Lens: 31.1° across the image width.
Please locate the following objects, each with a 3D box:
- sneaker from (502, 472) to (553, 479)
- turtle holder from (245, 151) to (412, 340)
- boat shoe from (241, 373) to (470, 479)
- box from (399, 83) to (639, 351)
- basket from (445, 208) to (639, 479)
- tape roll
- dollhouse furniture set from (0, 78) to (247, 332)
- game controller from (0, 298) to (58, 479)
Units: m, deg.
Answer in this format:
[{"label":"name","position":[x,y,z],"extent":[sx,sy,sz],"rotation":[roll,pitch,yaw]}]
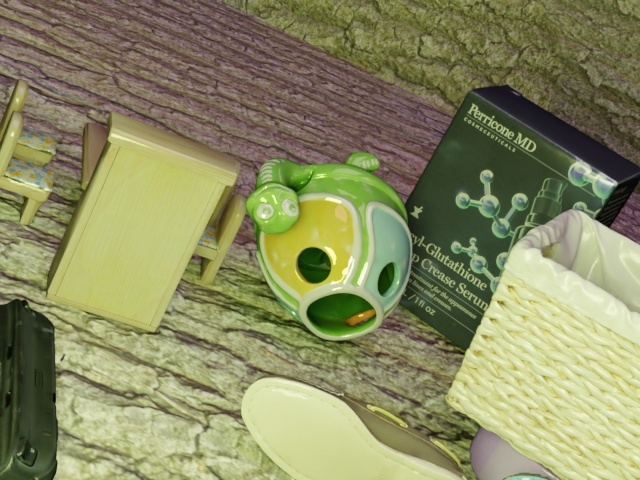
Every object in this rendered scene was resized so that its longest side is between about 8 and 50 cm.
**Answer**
[{"label":"sneaker","position":[0.319,0.413,1.461],"extent":[0.262,0.104,0.125],"rotation":[34,51,-9]},{"label":"turtle holder","position":[0.019,0.002,1.724],"extent":[0.243,0.320,0.227],"rotation":[-4,52,-1]},{"label":"boat shoe","position":[0.047,0.255,1.431],"extent":[0.324,0.117,0.097],"rotation":[29,16,-9]},{"label":"box","position":[0.315,-0.025,1.993],"extent":[0.293,0.395,0.212],"rotation":[35,22,18]},{"label":"basket","position":[0.391,0.159,1.596],"extent":[0.331,0.266,0.328],"rotation":[33,22,16]},{"label":"tape roll","position":[0.355,0.327,1.653],"extent":[0.274,0.090,0.275],"rotation":[22,22,-10]},{"label":"dollhouse furniture set","position":[-0.269,-0.097,1.640],"extent":[0.362,0.256,0.394],"rotation":[20,23,-20]},{"label":"game controller","position":[-0.368,0.156,1.240],"extent":[0.166,0.067,0.319],"rotation":[5,27,-16]}]
